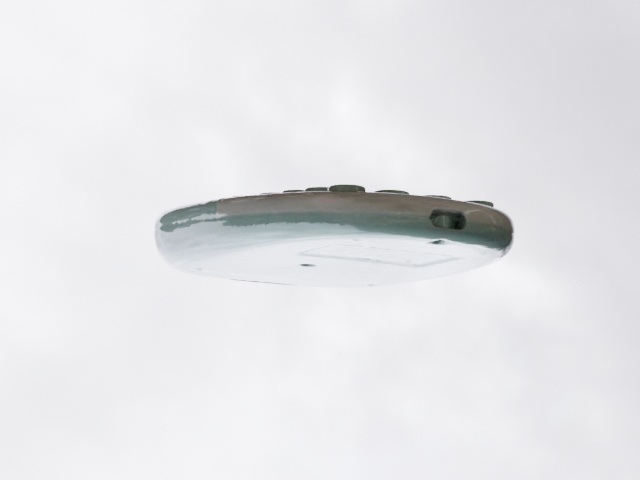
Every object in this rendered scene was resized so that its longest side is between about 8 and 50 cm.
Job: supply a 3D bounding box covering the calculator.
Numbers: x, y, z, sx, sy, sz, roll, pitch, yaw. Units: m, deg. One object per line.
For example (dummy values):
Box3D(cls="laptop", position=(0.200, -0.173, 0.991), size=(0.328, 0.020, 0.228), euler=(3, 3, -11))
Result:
Box3D(cls="calculator", position=(0.000, 0.000, 0.577), size=(0.095, 0.153, 0.021), euler=(6, -100, -28))
